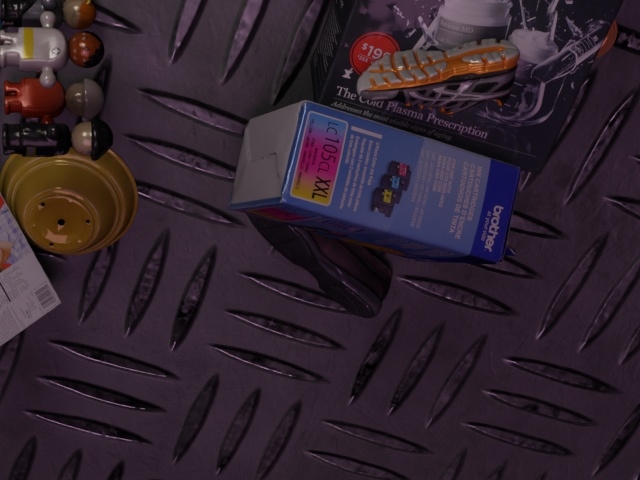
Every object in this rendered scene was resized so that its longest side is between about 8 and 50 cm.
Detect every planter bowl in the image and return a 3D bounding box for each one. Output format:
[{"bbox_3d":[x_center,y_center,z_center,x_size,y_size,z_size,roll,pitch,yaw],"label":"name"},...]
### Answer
[{"bbox_3d":[-0.394,-0.048,1.773,0.217,0.090,0.217,-1,122,-2],"label":"planter bowl"}]

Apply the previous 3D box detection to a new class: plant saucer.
[{"bbox_3d":[0.396,-0.304,1.699,0.084,0.013,0.083,-1,122,-2],"label":"plant saucer"}]

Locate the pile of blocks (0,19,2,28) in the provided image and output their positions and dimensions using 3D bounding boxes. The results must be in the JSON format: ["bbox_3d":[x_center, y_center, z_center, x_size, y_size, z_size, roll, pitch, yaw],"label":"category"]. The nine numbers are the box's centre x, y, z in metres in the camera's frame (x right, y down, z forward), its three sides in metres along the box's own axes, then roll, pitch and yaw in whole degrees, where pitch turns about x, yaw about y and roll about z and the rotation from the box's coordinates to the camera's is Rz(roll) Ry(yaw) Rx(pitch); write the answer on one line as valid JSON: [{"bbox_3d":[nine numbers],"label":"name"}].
[{"bbox_3d":[-0.517,-0.340,1.570,0.149,0.112,0.362,-12,122,5],"label":"pile of blocks"}]

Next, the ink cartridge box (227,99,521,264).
[{"bbox_3d":[0.098,-0.066,1.654,0.396,0.270,0.151,14,85,-19],"label":"ink cartridge box"}]

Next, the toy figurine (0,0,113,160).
[{"bbox_3d":[-0.364,-0.229,1.593,0.148,0.213,0.209,-1,120,-14],"label":"toy figurine"}]

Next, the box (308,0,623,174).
[{"bbox_3d":[0.195,-0.301,1.594,0.343,0.179,0.312,14,119,-11],"label":"box"}]

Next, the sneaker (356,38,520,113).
[{"bbox_3d":[0.155,-0.202,1.503,0.215,0.084,0.083,-7,127,1],"label":"sneaker"}]

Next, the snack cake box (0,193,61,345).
[{"bbox_3d":[-0.530,0.027,1.765,0.152,0.089,0.264,-37,123,-26],"label":"snack cake box"}]

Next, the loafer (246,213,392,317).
[{"bbox_3d":[0.000,0.000,1.837,0.302,0.095,0.109,45,152,-24],"label":"loafer"}]
